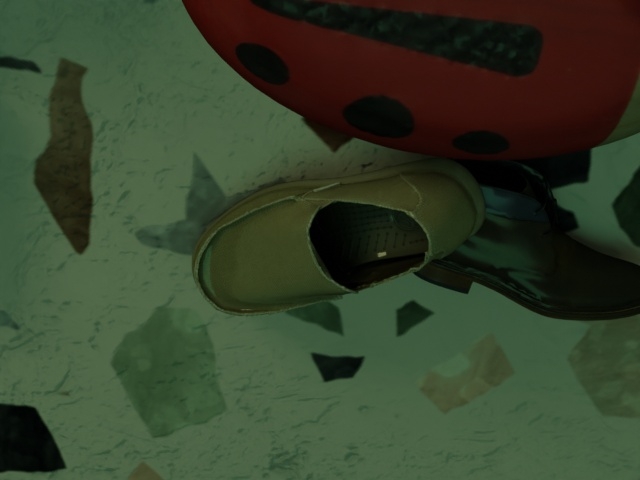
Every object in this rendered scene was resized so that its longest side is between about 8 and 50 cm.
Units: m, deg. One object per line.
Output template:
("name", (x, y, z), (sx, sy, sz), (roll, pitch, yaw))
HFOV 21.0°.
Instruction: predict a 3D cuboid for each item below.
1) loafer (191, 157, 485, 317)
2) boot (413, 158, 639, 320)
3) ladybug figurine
("loafer", (0.000, 0.000, 1.404), (0.268, 0.092, 0.102), (-19, 100, 27))
("boot", (0.185, -0.002, 1.431), (0.219, 0.082, 0.106), (10, 127, -2))
("ladybug figurine", (0.097, -0.183, 1.259), (0.449, 0.162, 0.305), (6, 125, -2))
